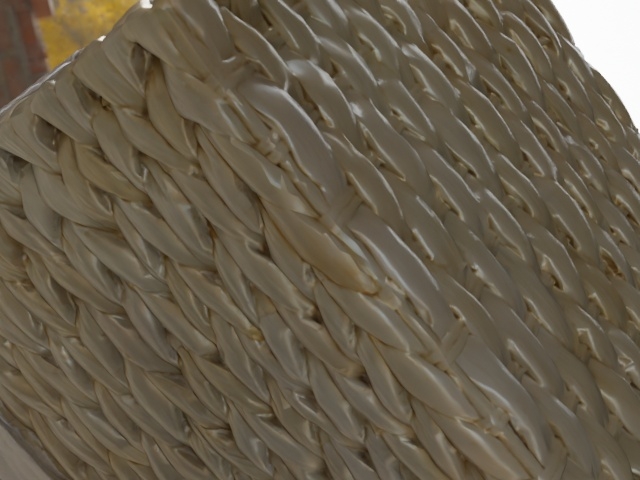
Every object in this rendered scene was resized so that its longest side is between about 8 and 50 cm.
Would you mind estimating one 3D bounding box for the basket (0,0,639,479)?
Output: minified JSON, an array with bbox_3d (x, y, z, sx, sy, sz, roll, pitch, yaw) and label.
[{"bbox_3d":[0.000,0.000,0.552,0.266,0.328,0.331,-31,-75,37],"label":"basket"}]
